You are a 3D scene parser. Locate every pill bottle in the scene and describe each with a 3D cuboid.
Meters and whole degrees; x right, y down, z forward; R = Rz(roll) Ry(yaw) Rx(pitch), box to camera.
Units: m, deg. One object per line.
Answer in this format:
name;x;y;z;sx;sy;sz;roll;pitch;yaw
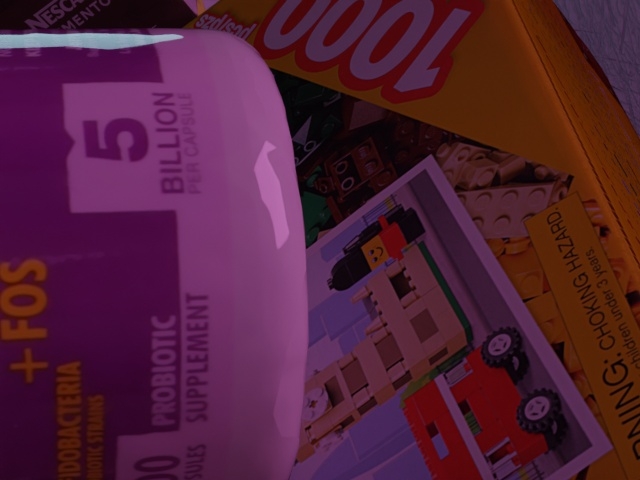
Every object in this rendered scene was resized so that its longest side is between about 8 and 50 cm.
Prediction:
pill bottle;-0.166;0.018;0.418;0.169;0.301;0.169;177;-90;-77

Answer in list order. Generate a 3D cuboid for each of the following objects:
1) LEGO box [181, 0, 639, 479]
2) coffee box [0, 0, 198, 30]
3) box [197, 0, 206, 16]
LEGO box;0.002;0.107;0.596;0.193;0.372;0.500;42;23;-38
coffee box;-0.185;-0.236;1.058;0.098;0.141;0.246;45;21;-34
box;-0.136;-0.161;1.149;0.058;0.087;0.232;35;29;-49
